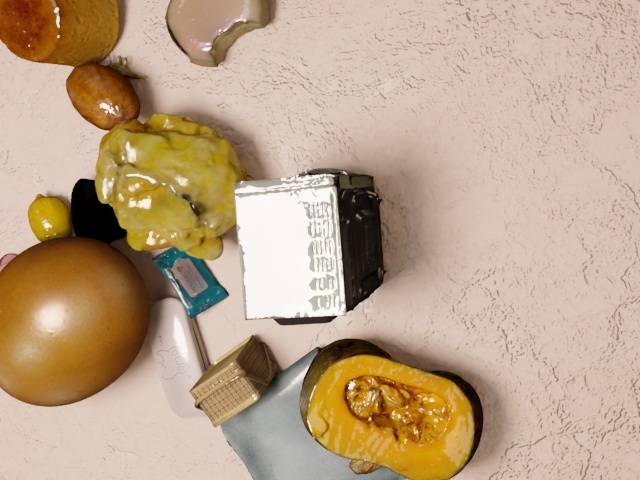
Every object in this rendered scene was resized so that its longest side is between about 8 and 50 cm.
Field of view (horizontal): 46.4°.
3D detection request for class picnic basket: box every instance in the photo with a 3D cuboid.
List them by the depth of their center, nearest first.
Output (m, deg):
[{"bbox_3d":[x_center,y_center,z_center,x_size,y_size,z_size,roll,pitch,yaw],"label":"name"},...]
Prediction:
[{"bbox_3d":[-0.153,0.249,1.341,0.115,0.164,0.079,-36,94,15],"label":"picnic basket"}]

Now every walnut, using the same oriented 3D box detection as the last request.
[{"bbox_3d":[-0.404,-0.268,1.377,0.207,0.115,0.116,38,105,41],"label":"walnut"}]

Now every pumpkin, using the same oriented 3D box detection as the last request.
[{"bbox_3d":[0.116,0.304,1.263,0.317,0.139,0.222,19,90,-2],"label":"pumpkin"}]

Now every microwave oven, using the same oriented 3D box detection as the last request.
[{"bbox_3d":[0.000,0.000,1.209,0.181,0.295,0.238,-5,93,14],"label":"microwave oven"}]

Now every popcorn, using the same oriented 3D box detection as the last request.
[{"bbox_3d":[-0.254,-0.094,1.316,0.286,0.215,0.252,18,93,9],"label":"popcorn"}]

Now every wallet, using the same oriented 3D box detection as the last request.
[{"bbox_3d":[-0.021,0.375,1.370,0.251,0.054,0.290,-36,85,13],"label":"wallet"}]

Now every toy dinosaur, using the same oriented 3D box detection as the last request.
[{"bbox_3d":[-0.374,-0.329,1.419,0.113,0.026,0.041,12,104,23],"label":"toy dinosaur"}]

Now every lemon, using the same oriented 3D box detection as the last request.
[{"bbox_3d":[-0.527,-0.042,1.456,0.082,0.082,0.111,-22,82,15],"label":"lemon"}]

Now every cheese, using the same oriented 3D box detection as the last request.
[{"bbox_3d":[-0.140,-0.431,1.323,0.286,0.082,0.163,-29,88,14],"label":"cheese"}]

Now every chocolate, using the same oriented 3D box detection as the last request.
[{"bbox_3d":[-0.403,-0.043,1.422,0.148,0.080,0.125,34,112,22],"label":"chocolate"}]

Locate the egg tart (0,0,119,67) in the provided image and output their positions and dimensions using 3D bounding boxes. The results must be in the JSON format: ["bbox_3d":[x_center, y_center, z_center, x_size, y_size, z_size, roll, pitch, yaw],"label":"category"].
[{"bbox_3d":[-0.489,-0.419,1.368,0.215,0.171,0.215,6,111,17],"label":"egg tart"}]

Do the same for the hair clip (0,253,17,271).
[{"bbox_3d":[-0.581,0.068,1.507,0.138,0.102,0.123,-25,90,-17],"label":"hair clip"}]

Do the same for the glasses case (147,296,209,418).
[{"bbox_3d":[-0.267,0.222,1.420,0.092,0.059,0.234,-15,91,13],"label":"glasses case"}]

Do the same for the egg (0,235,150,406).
[{"bbox_3d":[-0.461,0.149,1.348,0.282,0.282,0.351,42,122,8],"label":"egg"}]

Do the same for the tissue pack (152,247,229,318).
[{"bbox_3d":[-0.245,0.070,1.410,0.085,0.028,0.138,-32,83,-13],"label":"tissue pack"}]
